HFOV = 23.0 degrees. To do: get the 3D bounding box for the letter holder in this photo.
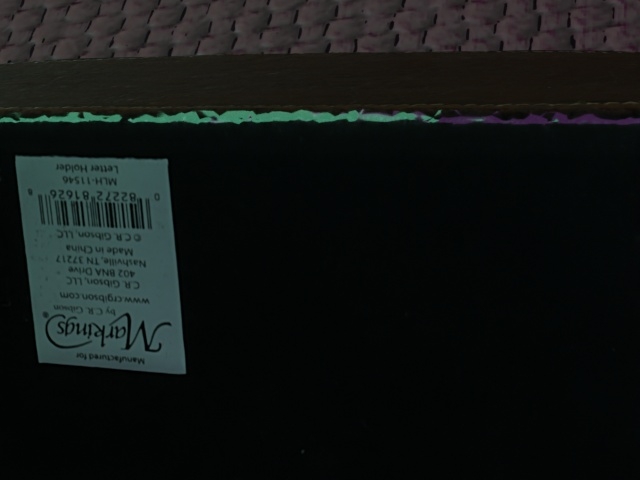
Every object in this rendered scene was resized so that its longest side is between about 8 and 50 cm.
[{"bbox_3d":[0.000,0.000,0.623,0.301,0.152,0.214,2,17,21],"label":"letter holder"}]
